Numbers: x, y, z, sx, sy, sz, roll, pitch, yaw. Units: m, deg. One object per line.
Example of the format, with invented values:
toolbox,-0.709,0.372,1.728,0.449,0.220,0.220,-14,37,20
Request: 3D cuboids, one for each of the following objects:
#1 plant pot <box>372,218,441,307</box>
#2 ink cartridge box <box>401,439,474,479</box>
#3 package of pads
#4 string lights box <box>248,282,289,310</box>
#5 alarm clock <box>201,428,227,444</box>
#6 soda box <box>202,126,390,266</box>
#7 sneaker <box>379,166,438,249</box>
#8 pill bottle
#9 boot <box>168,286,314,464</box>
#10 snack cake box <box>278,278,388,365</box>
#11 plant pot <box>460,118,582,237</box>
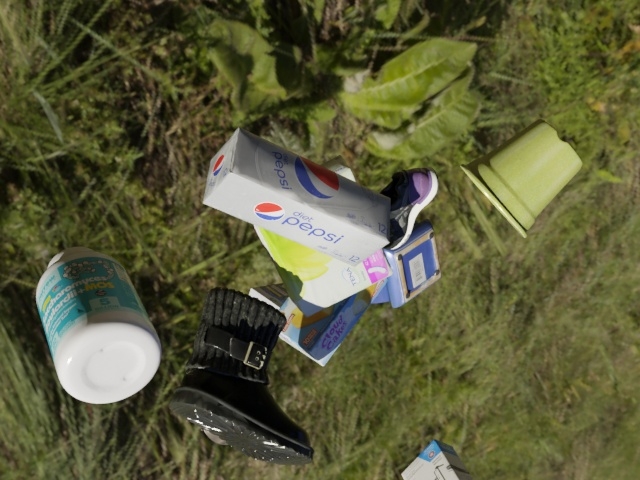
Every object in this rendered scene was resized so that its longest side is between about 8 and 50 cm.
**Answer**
plant pot,0.216,0.053,2.162,0.236,0.236,0.212,-31,-149,-32
ink cartridge box,0.328,0.662,1.952,0.086,0.203,0.148,32,104,-33
package of pads,0.000,0.000,1.542,0.229,0.297,0.101,-26,-148,-1
string lights box,-0.090,0.193,2.242,0.259,0.133,0.077,-6,120,-51
alarm clock,-0.255,0.512,2.052,0.192,0.129,0.064,24,130,-28
soda box,-0.030,-0.062,1.134,0.286,0.091,0.098,23,143,-25
sneaker,0.180,-0.083,1.853,0.124,0.107,0.283,-3,142,-26
pill bottle,-0.346,0.112,1.109,0.146,0.264,0.146,-16,126,-23
boot,-0.118,0.272,1.447,0.131,0.348,0.260,-18,-137,41
snack cake box,0.018,0.147,1.744,0.264,0.152,0.089,-52,142,-13
plant pot,0.579,-0.192,2.049,0.254,0.276,0.276,-41,171,10
